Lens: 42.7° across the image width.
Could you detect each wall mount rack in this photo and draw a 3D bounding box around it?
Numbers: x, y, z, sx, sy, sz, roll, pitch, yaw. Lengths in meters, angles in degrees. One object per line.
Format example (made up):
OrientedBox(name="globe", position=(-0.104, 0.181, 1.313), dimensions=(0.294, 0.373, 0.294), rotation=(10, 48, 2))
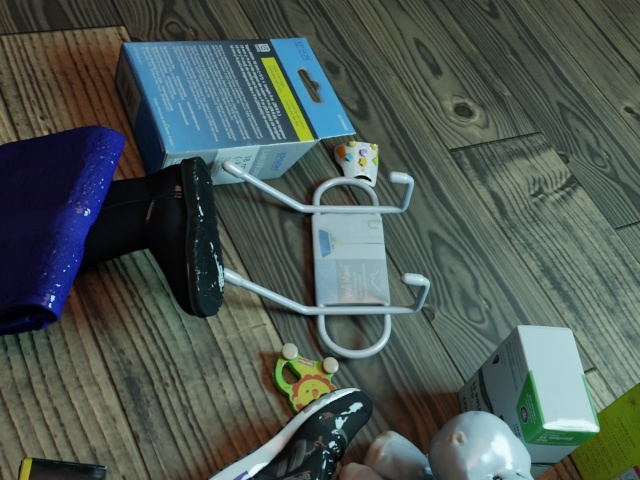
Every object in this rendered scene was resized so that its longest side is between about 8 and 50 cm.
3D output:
OrientedBox(name="wall mount rack", position=(0.000, 0.000, 1.248), dimensions=(0.304, 0.130, 0.350), rotation=(0, 52, -5))

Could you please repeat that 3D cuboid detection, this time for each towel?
OrientedBox(name="towel", position=(-0.386, -0.011, 1.079), dimensions=(0.228, 0.076, 0.308), rotation=(-7, 51, 20))

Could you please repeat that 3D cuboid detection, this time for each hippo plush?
OrientedBox(name="hippo plush", position=(0.147, 0.336, 0.980), dimensions=(0.234, 0.236, 0.294), rotation=(2, 54, -21))

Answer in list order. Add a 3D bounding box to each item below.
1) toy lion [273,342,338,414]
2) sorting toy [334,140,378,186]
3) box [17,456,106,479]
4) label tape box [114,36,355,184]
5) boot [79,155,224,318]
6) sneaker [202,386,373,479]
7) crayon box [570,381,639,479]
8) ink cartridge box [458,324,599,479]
OrientedBox(name="toy lion", position=(-0.020, 0.205, 1.150), dimensions=(0.100, 0.034, 0.096), rotation=(20, 57, -6))
OrientedBox(name="sorting toy", position=(0.071, -0.131, 1.438), dimensions=(0.083, 0.045, 0.075), rotation=(4, 73, -19))
OrientedBox(name="box", position=(-0.262, 0.374, 0.730), dimensions=(0.079, 0.322, 0.257), rotation=(12, 52, -15))
OrientedBox(name="label tape box", position=(-0.145, -0.218, 1.366), dimensions=(0.334, 0.106, 0.240), rotation=(-9, 59, -28))
OrientedBox(name="boot", position=(-0.245, 0.012, 1.120), dimensions=(0.207, 0.094, 0.246), rotation=(-15, 63, 12))
OrientedBox(name="sneaker", position=(-0.021, 0.302, 1.013), dimensions=(0.283, 0.107, 0.124), rotation=(-33, 54, -28))
OrientedBox(name="crayon box", position=(0.483, 0.289, 1.098), dimensions=(0.081, 0.318, 0.202), rotation=(-6, 58, -26))
OrientedBox(name="ink cartridge box", position=(0.278, 0.234, 1.132), dimensions=(0.087, 0.208, 0.153), rotation=(5, 52, -15))
